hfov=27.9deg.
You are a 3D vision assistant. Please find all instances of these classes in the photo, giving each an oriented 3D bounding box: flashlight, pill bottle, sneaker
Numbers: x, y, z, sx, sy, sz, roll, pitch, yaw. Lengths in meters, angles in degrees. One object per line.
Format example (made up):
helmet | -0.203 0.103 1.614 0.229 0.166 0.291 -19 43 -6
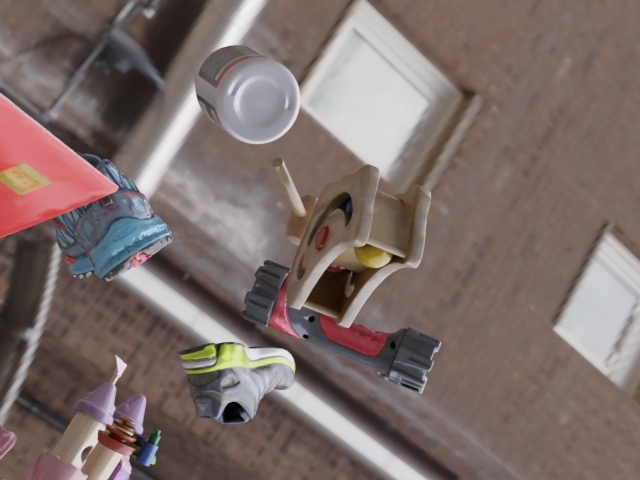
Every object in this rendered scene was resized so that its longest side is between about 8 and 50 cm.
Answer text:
flashlight | 0.034 0.129 1.988 0.103 0.304 0.103 85 27 -74
pill bottle | -0.101 -0.193 1.644 0.108 0.108 0.180 -50 -155 1
sneaker | -0.224 -0.037 1.301 0.104 0.125 0.262 -32 -169 -19
sneaker | -0.131 0.231 2.047 0.111 0.300 0.121 -8 -101 26

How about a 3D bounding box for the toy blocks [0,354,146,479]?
toy blocks | -0.278 0.319 1.662 0.309 0.288 0.260 23 -113 20

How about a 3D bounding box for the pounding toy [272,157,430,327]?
pounding toy | 0.000 0.000 1.453 0.269 0.155 0.154 -22 -131 69

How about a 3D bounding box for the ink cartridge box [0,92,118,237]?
ink cartridge box | -0.303 -0.028 0.743 0.261 0.296 0.066 -17 -120 19

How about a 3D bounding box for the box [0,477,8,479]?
box | -0.263 0.306 1.144 0.143 0.270 0.165 -68 -160 -3

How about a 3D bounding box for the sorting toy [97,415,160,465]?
sorting toy | -0.213 0.228 1.485 0.061 0.102 0.042 24 -97 25
